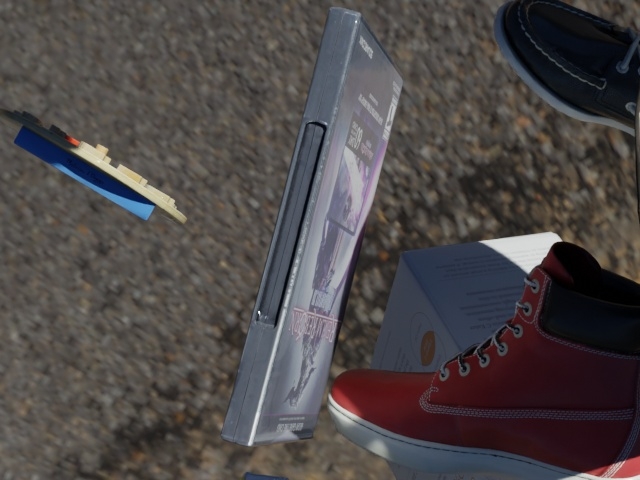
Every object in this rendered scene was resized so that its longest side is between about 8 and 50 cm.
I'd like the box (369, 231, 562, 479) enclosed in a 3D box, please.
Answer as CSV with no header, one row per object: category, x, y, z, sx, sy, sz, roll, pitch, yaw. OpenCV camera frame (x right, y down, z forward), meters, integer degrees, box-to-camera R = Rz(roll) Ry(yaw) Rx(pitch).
box,0.190,0.189,1.418,0.168,0.215,0.345,-7,44,-22

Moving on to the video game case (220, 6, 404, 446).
video game case,0.000,0.000,1.065,0.026,0.196,0.274,13,87,12

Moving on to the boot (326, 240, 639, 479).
boot,0.115,0.074,1.099,0.244,0.088,0.176,8,116,26

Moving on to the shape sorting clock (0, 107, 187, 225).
shape sorting clock,-0.216,-0.072,1.522,0.206,0.206,0.040,30,88,30

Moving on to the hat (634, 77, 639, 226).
hat,0.298,-0.041,0.876,0.134,0.331,0.331,4,70,37

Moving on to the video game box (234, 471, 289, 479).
video game box,-0.075,0.320,1.433,0.048,0.187,0.205,6,75,-12

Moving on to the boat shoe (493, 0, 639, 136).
boat shoe,0.301,-0.147,1.469,0.091,0.303,0.114,-41,28,53
